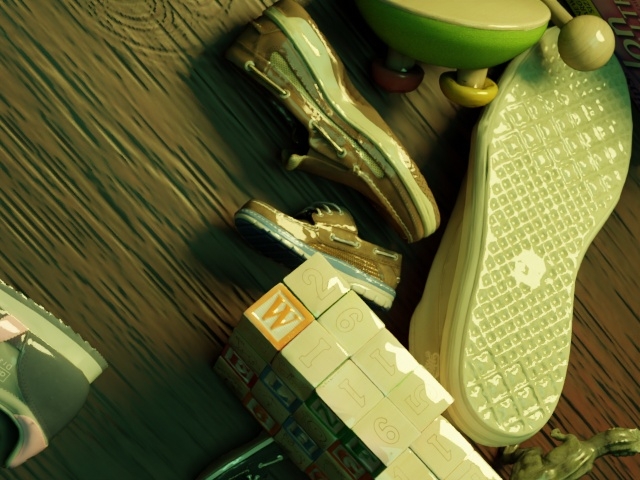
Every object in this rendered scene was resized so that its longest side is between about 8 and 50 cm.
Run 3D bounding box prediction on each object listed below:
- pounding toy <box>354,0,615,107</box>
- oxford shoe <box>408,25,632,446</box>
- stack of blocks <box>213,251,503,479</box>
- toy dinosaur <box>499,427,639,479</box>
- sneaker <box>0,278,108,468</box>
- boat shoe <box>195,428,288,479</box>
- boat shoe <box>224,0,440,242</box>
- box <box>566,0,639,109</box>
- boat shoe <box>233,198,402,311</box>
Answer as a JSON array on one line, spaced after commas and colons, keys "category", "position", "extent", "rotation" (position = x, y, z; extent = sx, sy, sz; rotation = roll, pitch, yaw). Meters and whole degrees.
[{"category": "pounding toy", "position": [0.135, -0.180, 1.390], "extent": [0.237, 0.183, 0.110], "rotation": [-2, 118, -28]}, {"category": "oxford shoe", "position": [0.186, -0.012, 1.430], "extent": [0.169, 0.130, 0.449], "rotation": [25, 67, -17]}, {"category": "stack of blocks", "position": [0.048, 0.170, 1.278], "extent": [0.087, 0.171, 0.297], "rotation": [-39, 83, -24]}, {"category": "toy dinosaur", "position": [0.191, 0.236, 1.434], "extent": [0.268, 0.118, 0.064], "rotation": [-30, 102, -19]}, {"category": "sneaker", "position": [-0.328, 0.067, 1.199], "extent": [0.319, 0.112, 0.131], "rotation": [36, 74, -20]}, {"category": "boat shoe", "position": [-0.058, 0.201, 1.362], "extent": [0.125, 0.046, 0.038], "rotation": [-31, 99, -29]}, {"category": "boat shoe", "position": [0.005, -0.092, 1.364], "extent": [0.095, 0.095, 0.257], "rotation": [-37, 98, -8]}, {"category": "box", "position": [0.388, -0.212, 1.441], "extent": [0.117, 0.243, 0.213], "rotation": [-43, 108, -17]}, {"category": "boat shoe", "position": [0.000, 0.000, 1.376], "extent": [0.183, 0.066, 0.066], "rotation": [31, 74, -32]}]
